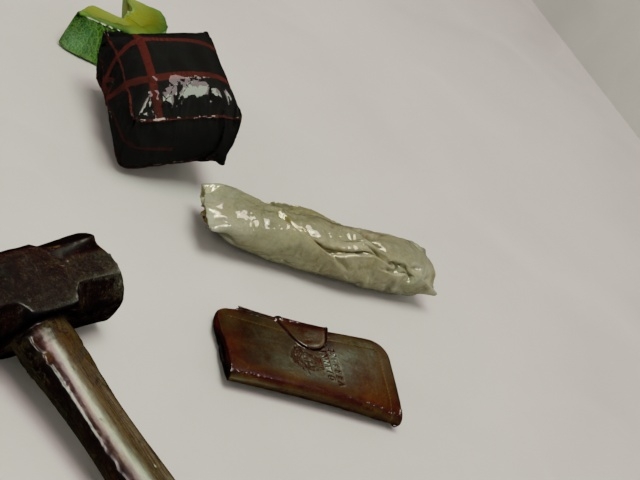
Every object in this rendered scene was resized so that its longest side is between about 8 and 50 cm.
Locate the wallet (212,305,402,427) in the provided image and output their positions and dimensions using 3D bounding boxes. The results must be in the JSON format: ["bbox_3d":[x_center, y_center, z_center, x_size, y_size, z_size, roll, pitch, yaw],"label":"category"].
[{"bbox_3d":[-0.016,0.151,1.434,0.255,0.031,0.137,18,35,-28],"label":"wallet"}]

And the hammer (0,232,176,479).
[{"bbox_3d":[-0.219,0.172,1.145,0.409,0.095,0.242,49,32,17],"label":"hammer"}]

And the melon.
[{"bbox_3d":[-0.303,-0.322,1.774,0.118,0.064,0.209,31,28,2],"label":"melon"}]

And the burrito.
[{"bbox_3d":[0.000,0.000,1.615,0.392,0.076,0.117,16,35,-31],"label":"burrito"}]

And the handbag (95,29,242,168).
[{"bbox_3d":[-0.218,-0.199,1.595,0.169,0.155,0.215,1,45,-26],"label":"handbag"}]
